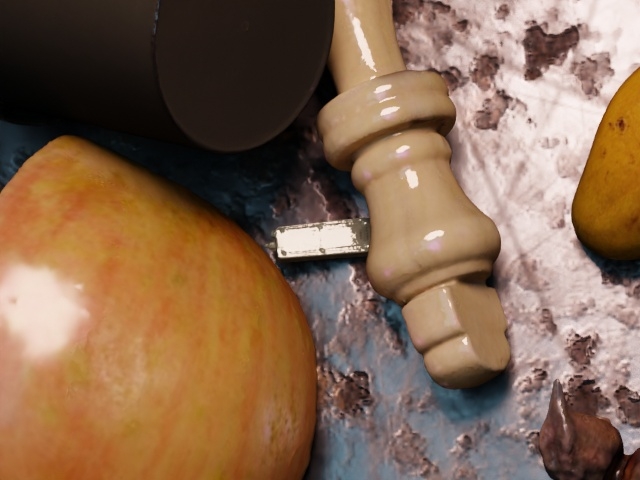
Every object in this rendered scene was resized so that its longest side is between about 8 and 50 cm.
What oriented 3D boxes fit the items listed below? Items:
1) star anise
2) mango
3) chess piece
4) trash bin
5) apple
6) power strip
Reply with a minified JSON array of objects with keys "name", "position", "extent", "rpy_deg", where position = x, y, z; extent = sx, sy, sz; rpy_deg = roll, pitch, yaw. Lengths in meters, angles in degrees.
[{"name":"star anise","position":[0.143,0.226,1.237],"extent":[0.218,0.148,0.227],"rpy_deg":[-4,57,57]},{"name":"mango","position":[0.244,-0.059,1.295],"extent":[0.115,0.089,0.165],"rpy_deg":[26,89,39]},{"name":"chess piece","position":[0.051,-0.083,1.344],"extent":[0.117,0.117,0.397],"rpy_deg":[-21,75,9]},{"name":"trash bin","position":[-0.169,-0.180,1.340],"extent":[0.334,0.214,0.214],"rpy_deg":[16,81,42]},{"name":"apple","position":[-0.155,0.100,1.310],"extent":[0.252,0.314,0.309],"rpy_deg":[16,80,59]},{"name":"power strip","position":[0.000,0.000,1.373],"extent":[0.083,0.017,0.027],"rpy_deg":[-5,74,-4]}]
